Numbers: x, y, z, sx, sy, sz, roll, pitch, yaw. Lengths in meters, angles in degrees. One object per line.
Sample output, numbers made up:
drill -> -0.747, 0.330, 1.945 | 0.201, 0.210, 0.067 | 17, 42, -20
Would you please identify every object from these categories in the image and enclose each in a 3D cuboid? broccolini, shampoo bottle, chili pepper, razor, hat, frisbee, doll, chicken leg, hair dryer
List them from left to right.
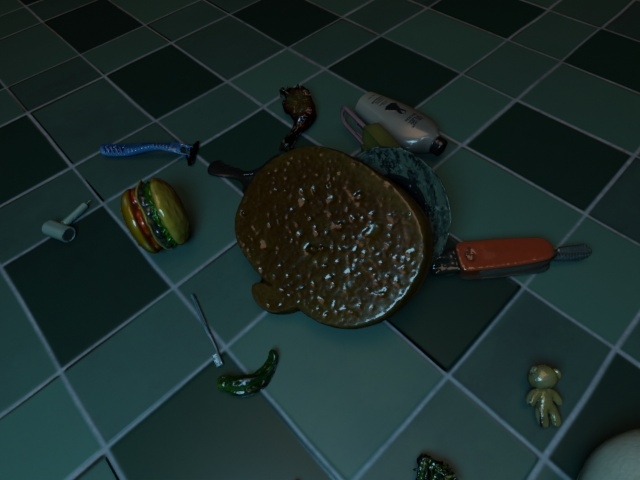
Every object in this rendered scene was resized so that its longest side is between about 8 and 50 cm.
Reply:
hair dryer -> -0.575, -0.051, 0.934 | 0.063, 0.037, 0.124 | 18, 51, 13
razor -> -0.448, -0.237, 1.044 | 0.253, 0.042, 0.081 | 1, 57, 5
chili pepper -> -0.122, 0.241, 0.704 | 0.118, 0.035, 0.055 | -26, 75, -10
frisbee -> -0.167, -0.168, 0.998 | 0.187, 0.012, 0.211 | -37, 61, -21
chicken leg -> -0.064, -0.337, 1.086 | 0.106, 0.051, 0.253 | -4, 56, 8
broccolini -> 0.086, 0.371, 0.597 | 0.272, 0.062, 0.123 | 5, 46, 10
hat -> 0.158, -0.062, 0.830 | 0.266, 0.265, 0.128 | 30, 26, 21
shampoo bottle -> 0.207, -0.292, 1.021 | 0.257, 0.078, 0.127 | 39, 62, 23
doll -> 0.368, 0.253, 0.657 | 0.062, 0.051, 0.093 | 0, 57, -4

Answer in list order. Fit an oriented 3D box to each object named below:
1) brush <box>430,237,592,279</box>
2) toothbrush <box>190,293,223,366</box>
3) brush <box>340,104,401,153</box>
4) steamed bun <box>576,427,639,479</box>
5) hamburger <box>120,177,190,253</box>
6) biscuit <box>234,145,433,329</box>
brush -> 0.380, 0.031, 0.806 | 0.324, 0.051, 0.070 | -5, 53, 0
toothbrush -> -0.222, 0.170, 0.772 | 0.014, 0.011, 0.167 | -29, 59, -9
brush -> 0.111, -0.257, 0.990 | 0.047, 0.103, 0.233 | -23, 56, -15
steamed bun -> 0.484, 0.376, 0.490 | 0.283, 0.177, 0.282 | -1, 56, 2
hamburger -> -0.345, -0.052, 0.844 | 0.115, 0.162, 0.162 | -23, 58, -9
biscuit -> 0.003, 0.002, 0.778 | 0.350, 0.070, 0.394 | -48, 68, 7
